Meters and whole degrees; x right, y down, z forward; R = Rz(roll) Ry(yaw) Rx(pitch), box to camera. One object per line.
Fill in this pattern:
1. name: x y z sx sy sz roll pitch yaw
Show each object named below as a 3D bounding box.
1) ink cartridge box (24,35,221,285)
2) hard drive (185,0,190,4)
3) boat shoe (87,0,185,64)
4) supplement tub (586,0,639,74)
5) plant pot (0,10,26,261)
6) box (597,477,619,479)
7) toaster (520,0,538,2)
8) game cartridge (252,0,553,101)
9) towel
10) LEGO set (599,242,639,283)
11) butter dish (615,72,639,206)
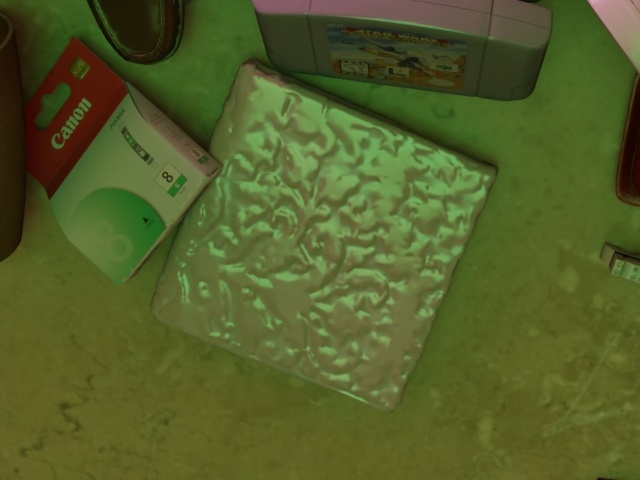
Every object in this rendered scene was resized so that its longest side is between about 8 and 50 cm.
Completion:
1. ink cartridge box: -0.248 -0.088 1.505 0.225 0.056 0.181 41 116 0
2. hard drive: -0.269 -0.392 1.442 0.308 0.040 0.203 16 110 3
3. boat shoe: -0.221 -0.323 1.380 0.111 0.104 0.307 -11 106 11
4. supplement tub: 0.424 -0.278 1.277 0.325 0.235 0.235 -36 100 14
5. plant pot: -0.422 -0.097 1.482 0.237 0.237 0.254 -4 123 9
6. box: 0.369 0.322 1.603 0.083 0.018 0.067 5 109 6
7. toaster: 0.175 -0.340 1.356 0.147 0.129 0.226 4 106 3
8. game cartridge: 0.082 -0.209 1.376 0.297 0.198 0.062 8 83 5
9. towel: 0.000 0.000 1.529 0.317 0.053 0.331 22 110 -1
10. LEGO set: 0.429 0.031 1.459 0.227 0.093 0.087 18 109 2
11. butter dish: 0.401 -0.092 1.410 0.160 0.118 0.160 8 109 6
